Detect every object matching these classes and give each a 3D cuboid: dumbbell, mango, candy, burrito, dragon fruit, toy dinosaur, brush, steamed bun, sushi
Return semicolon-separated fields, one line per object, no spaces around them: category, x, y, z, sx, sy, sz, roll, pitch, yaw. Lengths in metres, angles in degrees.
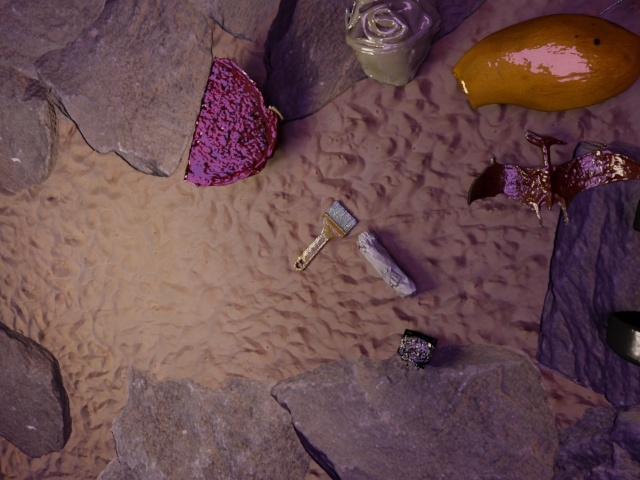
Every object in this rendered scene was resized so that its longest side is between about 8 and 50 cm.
dumbbell;0.696;0.083;0.881;0.203;0.203;0.323;10;101;17
mango;0.452;-0.358;0.930;0.359;0.144;0.187;9;98;20
candy;0.604;-0.482;0.925;0.083;0.023;0.025;-35;102;26
burrito;0.163;0.062;1.132;0.064;0.064;0.203;-40;85;19
dragon fruit;-0.206;-0.272;1.173;0.204;0.152;0.317;17;95;-5
toy dinosaur;0.499;-0.125;0.966;0.327;0.113;0.207;20;104;13
brush;0.000;0.000;1.202;0.082;0.010;0.218;45;109;7
steamed bun;0.147;-0.476;1.011;0.211;0.144;0.218;36;107;11
sushi;0.236;0.275;1.141;0.083;0.056;0.085;22;103;14
